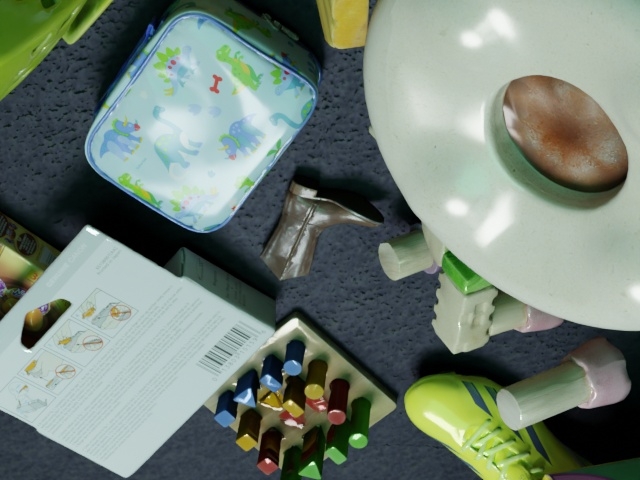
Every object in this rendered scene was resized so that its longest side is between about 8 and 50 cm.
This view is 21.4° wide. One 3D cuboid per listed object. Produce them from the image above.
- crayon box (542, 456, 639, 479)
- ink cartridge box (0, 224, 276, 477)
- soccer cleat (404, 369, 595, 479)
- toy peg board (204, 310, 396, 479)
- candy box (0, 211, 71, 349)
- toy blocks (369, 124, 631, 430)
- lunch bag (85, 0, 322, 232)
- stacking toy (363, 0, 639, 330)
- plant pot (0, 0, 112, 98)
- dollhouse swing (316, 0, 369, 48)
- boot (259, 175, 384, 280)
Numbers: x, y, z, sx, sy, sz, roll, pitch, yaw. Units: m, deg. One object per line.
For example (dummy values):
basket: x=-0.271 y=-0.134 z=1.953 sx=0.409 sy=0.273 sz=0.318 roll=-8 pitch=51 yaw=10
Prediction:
crayon box: x=0.360 y=0.367 z=1.802 sx=0.363 sy=0.106 sz=0.313 roll=-6 pitch=129 yaw=-30
ink cartridge box: x=-0.222 y=0.109 z=1.800 sx=0.239 sy=0.060 sz=0.275 roll=32 pitch=120 yaw=-23
soccer cleat: x=0.214 y=0.241 z=1.825 sx=0.289 sy=0.121 sz=0.093 roll=35 pitch=118 yaw=-16
toy peg board: x=-0.029 y=0.189 z=1.840 sx=0.161 sy=0.079 sz=0.160 roll=-39 pitch=112 yaw=24
candy box: x=-0.351 y=0.027 z=1.784 sx=0.187 sy=0.053 sz=0.109 roll=35 pitch=120 yaw=-17
toy blocks: x=0.232 y=-0.037 z=1.626 sx=0.260 sy=0.309 sz=0.288 roll=-19 pitch=137 yaw=-24
lunch bag: x=-0.116 y=-0.130 z=1.642 sx=0.176 sy=0.090 sz=0.219 roll=31 pitch=119 yaw=-15
stacking toy: x=0.292 y=-0.190 z=1.367 sx=0.350 sy=0.480 sz=0.350 roll=26 pitch=140 yaw=24
plant pot: x=-0.295 y=-0.248 z=1.466 sx=0.228 sy=0.207 sz=0.227 roll=55 pitch=151 yaw=-3
dollhouse swing: x=-0.108 y=-0.341 z=1.310 sx=0.315 sy=0.305 sz=0.347 roll=4 pitch=153 yaw=2
boot: x=0.000 y=0.000 z=1.743 sx=0.106 sy=0.037 sz=0.114 roll=24 pitch=118 yaw=5
